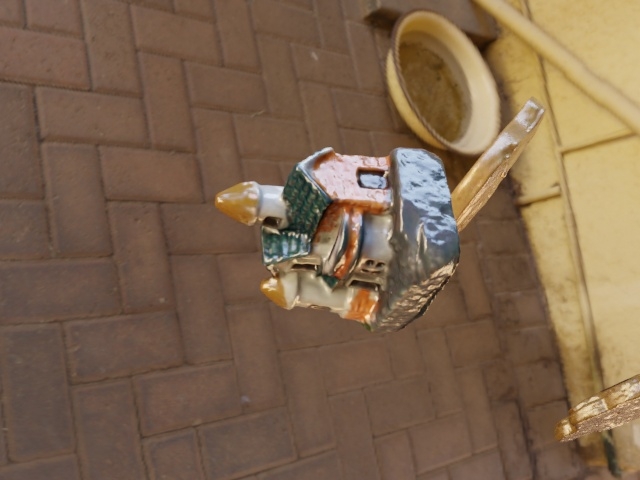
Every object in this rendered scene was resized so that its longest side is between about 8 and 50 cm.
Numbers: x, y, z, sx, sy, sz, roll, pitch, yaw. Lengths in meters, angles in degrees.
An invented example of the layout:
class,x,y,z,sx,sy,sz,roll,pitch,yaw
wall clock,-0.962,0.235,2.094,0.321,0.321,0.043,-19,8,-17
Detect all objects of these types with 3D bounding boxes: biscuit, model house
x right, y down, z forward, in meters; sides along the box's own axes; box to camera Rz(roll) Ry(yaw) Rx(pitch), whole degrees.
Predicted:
class,x,y,z,sx,sy,sz,roll,pitch,yaw
biscuit,0.311,-0.097,1.427,0.062,0.385,0.365,38,59,7
biscuit,0.491,0.244,1.097,0.208,0.290,0.041,22,42,-49
model house,0.000,0.000,0.978,0.301,0.271,0.190,8,60,-16
